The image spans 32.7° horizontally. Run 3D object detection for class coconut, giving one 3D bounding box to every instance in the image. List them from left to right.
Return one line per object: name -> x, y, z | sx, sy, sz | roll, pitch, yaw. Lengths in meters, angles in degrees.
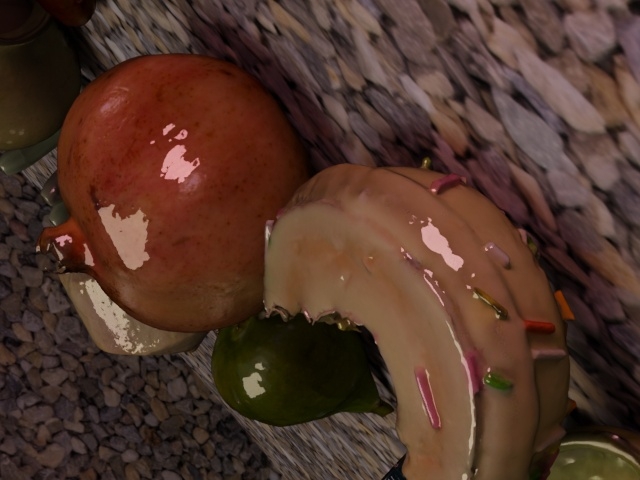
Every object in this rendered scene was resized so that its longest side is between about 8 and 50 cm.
coconut -> -0.279, 0.063, 1.856 | 0.329, 0.329, 0.329 | 43, 163, 17

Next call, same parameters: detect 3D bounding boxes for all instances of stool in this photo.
stool -> -0.449, -0.160, 1.907 | 0.195, 0.198, 0.195 | 48, 164, 6

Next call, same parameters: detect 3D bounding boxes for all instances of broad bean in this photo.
broad bean -> -0.351, -0.350, 1.447 | 0.114, 0.084, 0.165 | 60, 173, 16

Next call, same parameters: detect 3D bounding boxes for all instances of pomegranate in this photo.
pomegranate -> -0.169, -0.044, 1.263 | 0.338, 0.338, 0.338 | 43, 163, 17

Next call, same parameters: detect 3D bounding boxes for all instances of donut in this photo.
donut -> 0.097, 0.078, 1.046 | 0.371, 0.150, 0.307 | 53, 144, 26

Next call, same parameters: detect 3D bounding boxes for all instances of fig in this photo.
fig -> -0.035, 0.210, 1.662 | 0.233, 0.233, 0.314 | 24, 146, 53

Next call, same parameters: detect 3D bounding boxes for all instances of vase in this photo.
vase -> -0.521, -0.327, 1.693 | 0.329, 0.240, 0.302 | 52, 156, 24

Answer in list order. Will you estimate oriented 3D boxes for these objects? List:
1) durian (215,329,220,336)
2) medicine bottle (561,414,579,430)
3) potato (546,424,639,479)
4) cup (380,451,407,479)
durian -> -0.151, 0.196, 2.116 | 0.191, 0.112, 0.341 | 50, 165, -15
medicine bottle -> 0.306, 0.297, 1.250 | 0.217, 0.090, 0.090 | 51, 163, -12
potato -> 0.316, 0.320, 1.123 | 0.330, 0.212, 0.280 | -29, 77, 31
cup -> 0.178, 0.416, 1.795 | 0.138, 0.113, 0.150 | 43, 165, 8
